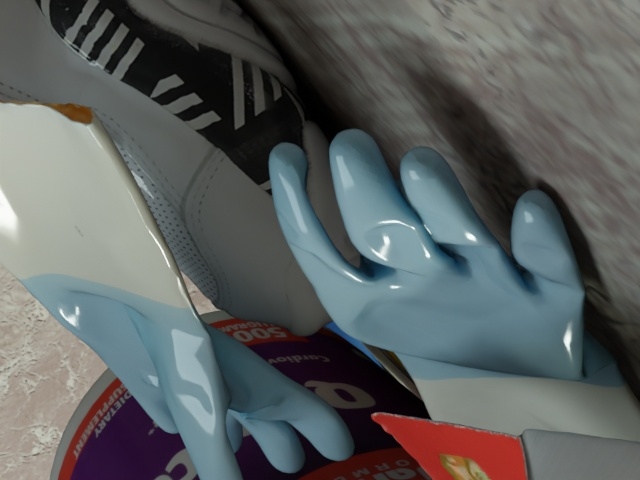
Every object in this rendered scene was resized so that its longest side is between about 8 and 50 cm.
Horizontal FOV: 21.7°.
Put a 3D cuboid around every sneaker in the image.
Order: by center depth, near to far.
[{"bbox_3d":[-0.162,-0.062,0.560,0.366,0.210,0.137,47,175,-12],"label":"sneaker"}]

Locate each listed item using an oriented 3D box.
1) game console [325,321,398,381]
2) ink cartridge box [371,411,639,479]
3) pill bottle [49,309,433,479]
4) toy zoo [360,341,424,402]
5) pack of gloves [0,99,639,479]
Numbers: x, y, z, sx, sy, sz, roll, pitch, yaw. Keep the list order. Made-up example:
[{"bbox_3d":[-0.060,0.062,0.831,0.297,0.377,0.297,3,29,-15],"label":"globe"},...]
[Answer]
[{"bbox_3d":[-0.034,0.106,1.119,0.173,0.250,0.293,18,-168,-33],"label":"game console"},{"bbox_3d":[0.109,0.123,0.399,0.181,0.056,0.225,48,157,-19],"label":"ink cartridge box"},{"bbox_3d":[0.010,0.154,0.675,0.181,0.181,0.323,49,173,-27],"label":"pill bottle"},{"bbox_3d":[0.000,0.000,0.741,0.293,0.030,0.192,45,175,5],"label":"toy zoo"},{"bbox_3d":[-0.007,0.041,0.490,0.195,0.046,0.232,5,154,25],"label":"pack of gloves"}]
